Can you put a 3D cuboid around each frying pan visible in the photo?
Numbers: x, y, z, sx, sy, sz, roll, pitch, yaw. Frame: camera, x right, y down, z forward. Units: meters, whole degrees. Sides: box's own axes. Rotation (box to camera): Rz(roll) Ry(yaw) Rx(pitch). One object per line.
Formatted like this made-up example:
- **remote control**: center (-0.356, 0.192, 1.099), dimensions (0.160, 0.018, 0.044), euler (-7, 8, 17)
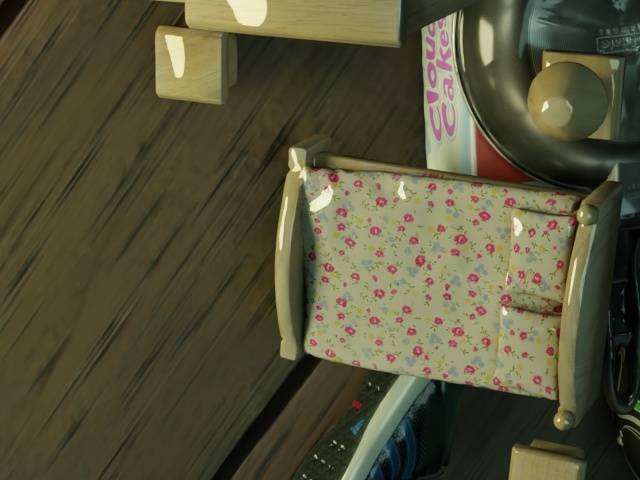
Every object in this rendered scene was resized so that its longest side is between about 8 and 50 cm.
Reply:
- **frying pan**: center (0.158, -0.063, 0.887), dimensions (0.197, 0.053, 0.326), euler (15, 95, -15)

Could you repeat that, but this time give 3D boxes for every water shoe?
- **water shoe**: center (0.048, 0.144, 0.975), dimensions (0.080, 0.073, 0.203), euler (33, 92, -20)

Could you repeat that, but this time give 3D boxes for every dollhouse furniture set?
- **dollhouse furniture set**: center (0.000, 0.000, 0.830), dimensions (0.303, 0.174, 0.355), euler (9, 110, 22)

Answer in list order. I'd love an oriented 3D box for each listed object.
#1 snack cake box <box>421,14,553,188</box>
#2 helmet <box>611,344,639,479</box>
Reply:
- **snack cake box**: center (0.147, -0.169, 0.930), dimensions (0.152, 0.089, 0.264), euler (-6, 103, -15)
- **helmet**: center (0.281, 0.111, 0.980), dimensions (0.169, 0.161, 0.169), euler (-3, 102, -13)
